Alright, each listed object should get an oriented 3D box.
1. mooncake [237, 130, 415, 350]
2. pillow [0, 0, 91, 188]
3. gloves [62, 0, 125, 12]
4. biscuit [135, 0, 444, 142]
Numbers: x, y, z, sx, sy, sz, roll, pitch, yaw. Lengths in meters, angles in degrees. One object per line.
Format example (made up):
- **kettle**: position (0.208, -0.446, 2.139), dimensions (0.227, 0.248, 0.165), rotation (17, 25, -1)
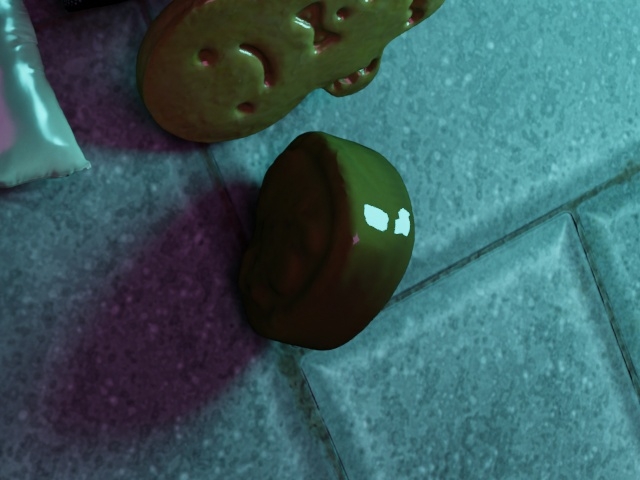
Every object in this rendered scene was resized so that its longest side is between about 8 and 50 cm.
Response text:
- **mooncake**: position (0.000, 0.000, 1.143), dimensions (0.117, 0.235, 0.234), rotation (17, 80, -27)
- **pillow**: position (-0.329, -0.176, 1.060), dimensions (0.144, 0.078, 0.254), rotation (-19, 95, -27)
- **gloves**: position (-0.241, -0.336, 1.097), dimensions (0.129, 0.106, 0.180), rotation (-22, 102, -24)
- **biscuit**: position (-0.029, -0.225, 1.119), dimensions (0.355, 0.052, 0.275), rotation (-30, 146, 0)
